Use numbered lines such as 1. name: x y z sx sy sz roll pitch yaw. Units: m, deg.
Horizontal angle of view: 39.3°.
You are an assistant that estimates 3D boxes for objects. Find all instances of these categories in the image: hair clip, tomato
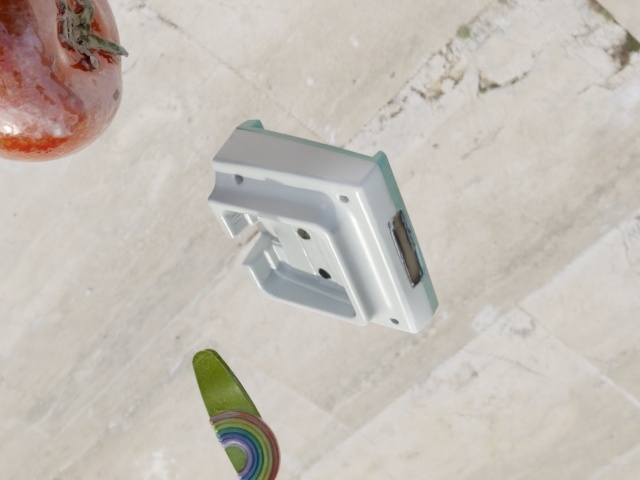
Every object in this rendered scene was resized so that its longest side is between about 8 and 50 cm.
1. hair clip: -0.097 0.203 1.031 0.060 0.188 0.033 -27 157 -10
2. tomato: -0.373 -0.224 1.102 0.227 0.270 0.270 -14 121 19

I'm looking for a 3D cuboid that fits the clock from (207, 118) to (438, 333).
1. clock: 0.000 0.000 1.087 0.231 0.116 0.262 19 148 38
